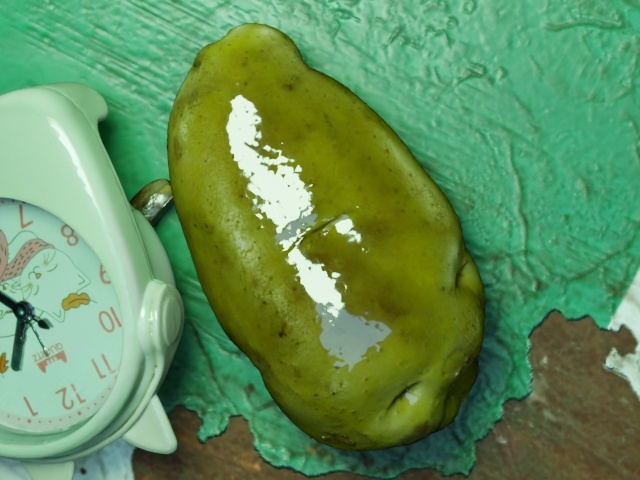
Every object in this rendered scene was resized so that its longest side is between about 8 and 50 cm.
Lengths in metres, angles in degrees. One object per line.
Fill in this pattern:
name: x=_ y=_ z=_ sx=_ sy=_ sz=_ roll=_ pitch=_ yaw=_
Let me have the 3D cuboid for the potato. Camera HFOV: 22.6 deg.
potato: x=0.000 y=0.000 z=1.300 sx=0.195 sy=0.176 sz=0.369 roll=-31 pitch=89 yaw=36

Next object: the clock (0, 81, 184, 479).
clock: x=-0.242 y=0.053 z=1.335 sx=0.265 sy=0.108 sz=0.324 roll=-25 pitch=93 yaw=20

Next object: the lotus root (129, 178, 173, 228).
lotus root: x=-0.156 y=-0.019 z=1.371 sx=0.030 sy=0.037 sz=0.083 roll=40 pitch=100 yaw=4
